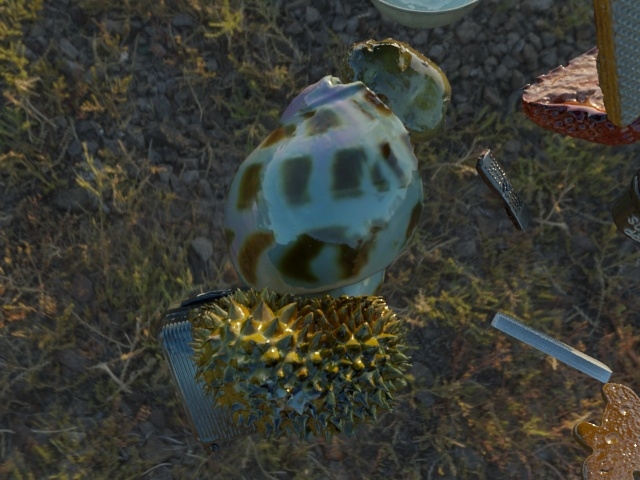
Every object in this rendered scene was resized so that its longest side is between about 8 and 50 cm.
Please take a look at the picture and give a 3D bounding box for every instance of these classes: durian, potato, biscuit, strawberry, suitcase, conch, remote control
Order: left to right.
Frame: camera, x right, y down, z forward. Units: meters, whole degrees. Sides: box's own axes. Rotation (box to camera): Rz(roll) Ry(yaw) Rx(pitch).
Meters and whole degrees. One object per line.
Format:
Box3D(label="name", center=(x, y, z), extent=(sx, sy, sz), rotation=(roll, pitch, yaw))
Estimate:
Box3D(label="suitcase", center=(-0.172, 0.246, 1.187), extent=(0.202, 0.128, 0.313), rotation=(-12, 112, 1))
Box3D(label="durian", center=(-0.011, 0.141, 0.650), extent=(0.249, 0.138, 0.183), rotation=(3, 97, -14))
Box3D(label="conch", center=(0.000, -0.001, 0.777), extent=(0.249, 0.368, 0.197), rotation=(11, 47, 32))
Box3D(label="potato", center=(0.173, -0.345, 1.428), extent=(0.296, 0.141, 0.192), rotation=(29, 89, -28))
Box3D(label="remote control", center=(0.390, -0.105, 1.334), extent=(0.212, 0.028, 0.059), rotation=(47, 64, -30))
Box3D(label="remote control", center=(0.480, 0.220, 1.317), extent=(0.250, 0.103, 0.034), rotation=(28, 95, 17))
Box3D(label="strawberry", center=(0.628, -0.295, 1.430), extent=(0.280, 0.150, 0.253), rotation=(-27, 48, -1))
Box3D(label="biscuit", center=(0.450, 0.309, 0.942), extent=(0.138, 0.031, 0.205), rotation=(21, 48, 29))
Box3D(label="biscuit", center=(0.493, -0.356, 1.015), extent=(0.094, 0.379, 0.054), rotation=(-31, 38, -4))

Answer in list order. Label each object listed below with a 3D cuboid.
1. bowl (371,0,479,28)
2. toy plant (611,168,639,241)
Box3D(label="bowl", center=(0.218, -0.533, 1.304), extent=(0.313, 0.146, 0.314), rotation=(-3, 63, 5))
Box3D(label="toy plant", center=(0.506, -0.066, 0.873), extent=(0.142, 0.200, 0.105), rotation=(31, 59, -6))
